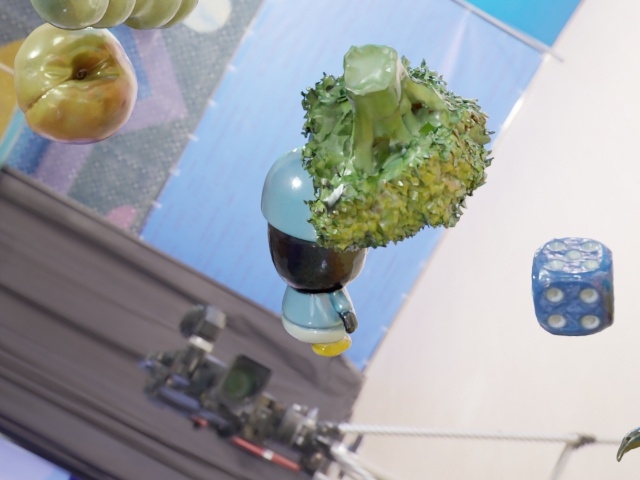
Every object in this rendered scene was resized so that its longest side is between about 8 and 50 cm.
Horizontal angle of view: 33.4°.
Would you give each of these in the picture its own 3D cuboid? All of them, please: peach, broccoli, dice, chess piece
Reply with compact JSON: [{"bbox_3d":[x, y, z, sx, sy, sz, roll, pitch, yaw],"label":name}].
[{"bbox_3d":[-0.344,-0.220,1.505,0.184,0.184,0.184,-60,7,12],"label":"peach"},{"bbox_3d":[0.048,-0.096,0.921,0.219,0.194,0.194,-64,8,-19],"label":"broccoli"},{"bbox_3d":[0.468,0.086,1.969,0.143,0.146,0.146,-70,-26,-52],"label":"dice"},{"bbox_3d":[-0.260,-0.317,1.319,0.133,0.133,0.243,-57,-11,28],"label":"chess piece"}]

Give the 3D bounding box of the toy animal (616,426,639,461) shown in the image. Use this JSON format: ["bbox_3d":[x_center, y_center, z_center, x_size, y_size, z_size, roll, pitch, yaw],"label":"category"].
[{"bbox_3d":[0.393,0.184,1.037,0.197,0.160,0.272,-28,-44,-20],"label":"toy animal"}]

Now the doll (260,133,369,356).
[{"bbox_3d":[0.000,0.000,1.409,0.177,0.141,0.314,33,133,45],"label":"doll"}]
